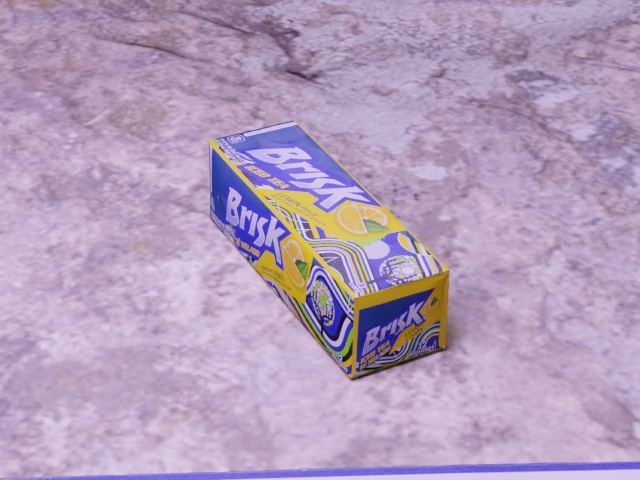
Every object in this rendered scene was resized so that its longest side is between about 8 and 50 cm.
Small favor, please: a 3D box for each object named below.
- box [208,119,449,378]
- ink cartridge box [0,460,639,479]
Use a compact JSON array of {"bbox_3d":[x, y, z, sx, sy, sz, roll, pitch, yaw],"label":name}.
[{"bbox_3d":[0.000,0.000,0.865,0.059,0.054,0.169,-16,37,-24],"label":"box"},{"bbox_3d":[0.000,0.205,0.556,0.304,0.072,0.307,-1,32,-2],"label":"ink cartridge box"}]
